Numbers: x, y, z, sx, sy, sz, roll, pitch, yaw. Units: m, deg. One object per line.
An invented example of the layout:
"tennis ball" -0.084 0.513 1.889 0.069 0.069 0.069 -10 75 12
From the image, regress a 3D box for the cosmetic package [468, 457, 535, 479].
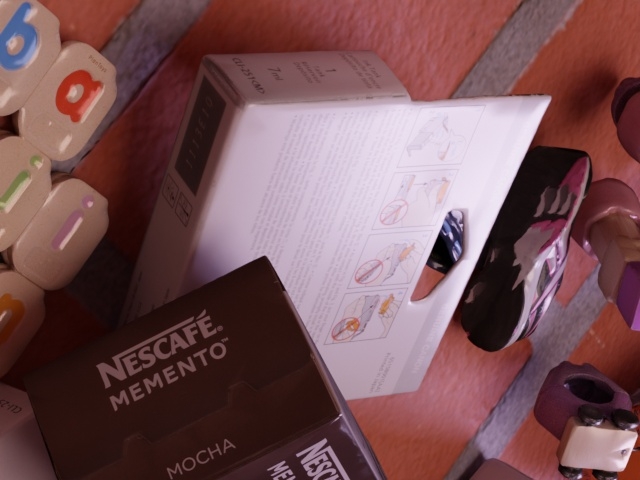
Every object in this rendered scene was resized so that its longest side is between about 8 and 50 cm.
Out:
"cosmetic package" 0.214 0.467 1.495 0.329 0.327 0.393 -47 137 -18

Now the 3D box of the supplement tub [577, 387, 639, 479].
"supplement tub" 0.397 0.209 1.649 0.316 0.194 0.193 -8 115 -44

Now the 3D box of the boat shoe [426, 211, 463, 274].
"boat shoe" 0.053 -0.032 1.245 0.258 0.109 0.089 22 81 -46

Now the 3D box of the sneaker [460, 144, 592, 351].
"sneaker" 0.173 0.004 1.428 0.077 0.072 0.178 3 116 -58

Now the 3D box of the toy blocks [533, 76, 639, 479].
"toy blocks" 0.337 0.017 1.497 0.289 0.260 0.309 8 118 -15

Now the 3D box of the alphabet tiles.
"alphabet tiles" -0.245 -0.026 1.015 0.278 0.021 0.284 -56 138 -5

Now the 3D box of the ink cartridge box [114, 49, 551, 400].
"ink cartridge box" 0.000 0.000 1.160 0.239 0.060 0.275 -6 133 -35

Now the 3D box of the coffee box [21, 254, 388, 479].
"coffee box" -0.051 0.153 1.126 0.168 0.119 0.297 -25 150 -1

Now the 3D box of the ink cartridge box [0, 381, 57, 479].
"ink cartridge box" -0.243 0.278 1.096 0.261 0.066 0.296 -37 127 -35
